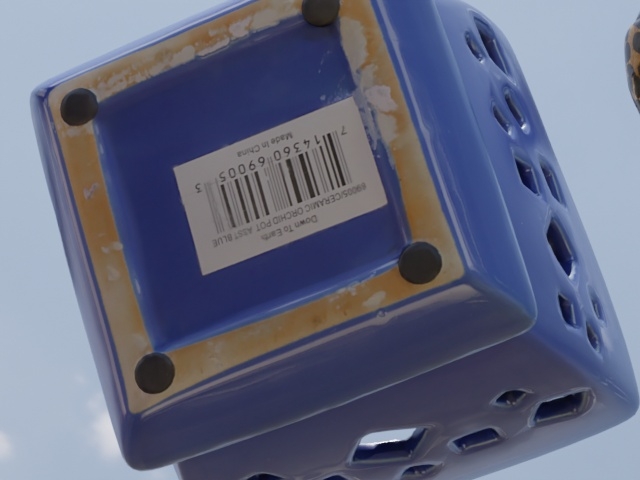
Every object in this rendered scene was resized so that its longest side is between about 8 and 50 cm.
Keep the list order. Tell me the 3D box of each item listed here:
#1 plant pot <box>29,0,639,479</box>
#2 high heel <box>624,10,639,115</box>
[{"bbox_3d":[0.000,0.000,0.908,0.236,0.236,0.212,-21,-21,12],"label":"plant pot"},{"bbox_3d":[0.342,-0.153,1.299,0.261,0.186,0.093,16,-2,40],"label":"high heel"}]
